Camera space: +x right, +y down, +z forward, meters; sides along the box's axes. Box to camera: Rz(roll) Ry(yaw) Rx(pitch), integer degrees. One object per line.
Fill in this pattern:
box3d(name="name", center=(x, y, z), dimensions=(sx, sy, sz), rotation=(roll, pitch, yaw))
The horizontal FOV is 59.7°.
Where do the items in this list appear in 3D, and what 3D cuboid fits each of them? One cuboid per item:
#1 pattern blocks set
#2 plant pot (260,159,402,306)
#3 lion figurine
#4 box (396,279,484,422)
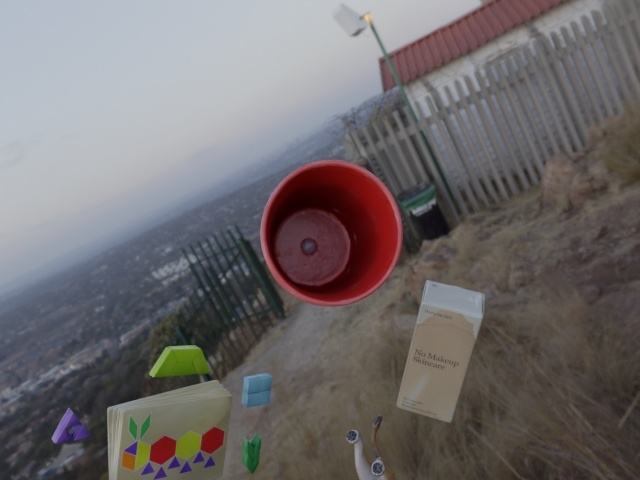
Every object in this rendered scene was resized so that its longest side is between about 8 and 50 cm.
box3d(name="pattern blocks set", center=(-0.218, 0.290, 0.805), dimensions=(0.324, 0.285, 0.026), rotation=(14, 0, -39))
box3d(name="plant pot", center=(0.000, 0.000, 1.135), dimensions=(0.275, 0.275, 0.243), rotation=(-30, -1, -14))
box3d(name="lion figurine", center=(0.120, 0.633, 1.289), dimensions=(0.142, 0.240, 0.392), rotation=(1, 50, 31))
box3d(name="box", center=(0.288, 0.267, 1.351), dimensions=(0.148, 0.311, 0.121), rotation=(13, 26, 12))
